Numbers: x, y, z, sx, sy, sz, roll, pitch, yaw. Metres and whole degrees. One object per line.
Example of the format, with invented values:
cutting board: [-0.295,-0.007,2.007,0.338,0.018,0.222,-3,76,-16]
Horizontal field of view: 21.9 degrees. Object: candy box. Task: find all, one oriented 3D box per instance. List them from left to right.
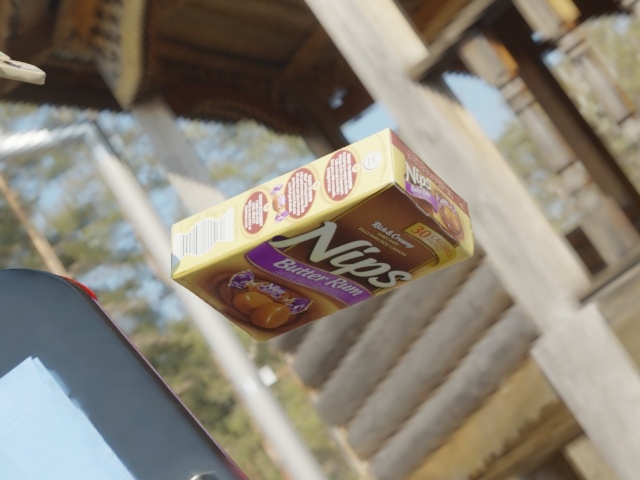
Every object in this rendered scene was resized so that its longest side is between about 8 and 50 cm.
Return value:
candy box: [0.000,0.000,1.164,0.187,0.053,0.109,-25,-41,25]

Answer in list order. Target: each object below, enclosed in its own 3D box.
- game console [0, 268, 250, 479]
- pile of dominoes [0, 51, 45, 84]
game console: [-0.157,0.189,0.558,0.342,0.386,0.060,-34,-49,-13]
pile of dominoes: [-0.309,-0.156,1.017,0.196,0.251,0.040,1,-70,-53]
